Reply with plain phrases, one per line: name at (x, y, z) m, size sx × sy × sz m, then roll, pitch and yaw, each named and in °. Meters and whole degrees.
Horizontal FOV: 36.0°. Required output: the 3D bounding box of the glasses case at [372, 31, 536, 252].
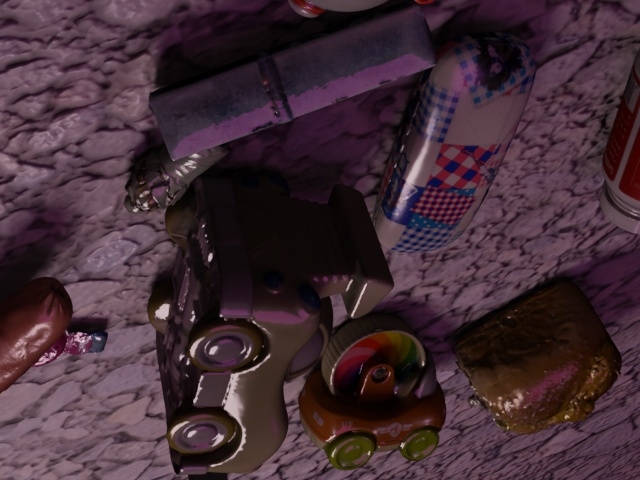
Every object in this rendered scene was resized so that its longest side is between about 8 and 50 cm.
glasses case at (0.150, -0.104, 1.158) m, size 0.125 × 0.076 × 0.327 m, roll -1°, pitch 137°, yaw -18°

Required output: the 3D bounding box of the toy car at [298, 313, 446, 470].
toy car at (0.087, 0.211, 1.472) m, size 0.235 × 0.145 × 0.235 m, roll -11°, pitch 124°, yaw -16°

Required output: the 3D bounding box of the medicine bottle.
medicine bottle at (0.421, -0.127, 1.196) m, size 0.131 × 0.131 × 0.250 m, roll -11°, pitch 141°, yaw -10°

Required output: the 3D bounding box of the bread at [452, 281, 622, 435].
bread at (0.336, 0.203, 1.513) m, size 0.246 × 0.176 × 0.195 m, roll -32°, pitch 137°, yaw 15°

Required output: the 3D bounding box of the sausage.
sausage at (-0.434, 0.169, 1.214) m, size 0.088 × 0.088 × 0.433 m, roll 24°, pitch 133°, yaw -40°

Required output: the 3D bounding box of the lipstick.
lipstick at (-0.026, -0.164, 1.003) m, size 0.290 × 0.077 × 0.076 m, roll -19°, pitch 105°, yaw -1°

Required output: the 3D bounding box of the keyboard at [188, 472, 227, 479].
keyboard at (-0.191, 0.379, 1.640) m, size 0.067 × 0.011 × 0.202 m, roll -12°, pitch 141°, yaw -11°

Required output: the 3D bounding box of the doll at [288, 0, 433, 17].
doll at (-0.018, -0.295, 0.855) m, size 0.336 × 0.105 × 0.200 m, roll 23°, pitch 128°, yaw -30°

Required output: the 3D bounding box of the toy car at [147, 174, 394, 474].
toy car at (-0.076, 0.099, 1.179) m, size 0.226 × 0.242 × 0.336 m, roll 0°, pitch 134°, yaw -18°

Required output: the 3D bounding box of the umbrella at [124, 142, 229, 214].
umbrella at (-0.164, -0.077, 1.085) m, size 0.143 × 0.062 × 0.067 m, roll -39°, pitch 168°, yaw 22°

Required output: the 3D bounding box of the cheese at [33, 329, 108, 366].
cheese at (-0.348, 0.133, 1.267) m, size 0.145 × 0.038 × 0.095 m, roll 2°, pitch 138°, yaw -25°
